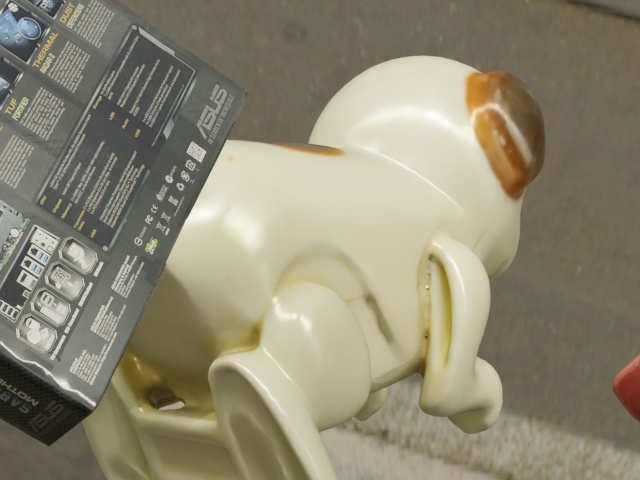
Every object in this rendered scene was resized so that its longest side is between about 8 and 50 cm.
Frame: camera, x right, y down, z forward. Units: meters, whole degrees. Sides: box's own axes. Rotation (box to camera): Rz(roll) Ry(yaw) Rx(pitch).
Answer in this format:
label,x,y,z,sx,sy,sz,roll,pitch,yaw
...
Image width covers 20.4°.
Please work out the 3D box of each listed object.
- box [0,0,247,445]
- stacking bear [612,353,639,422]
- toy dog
label,x,y,z,sx,sy,sz,roll,pitch,yaw
box,-0.159,-0.039,0.914,0.183,0.059,0.233,34,50,-16
stacking bear,0.252,0.103,0.518,0.175,0.164,0.289,-25,75,-29
toy dog,0.000,0.000,1.431,0.408,0.284,0.395,-33,103,-37
